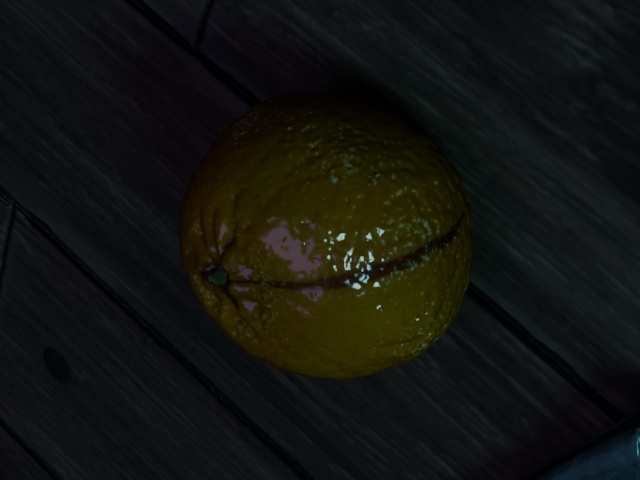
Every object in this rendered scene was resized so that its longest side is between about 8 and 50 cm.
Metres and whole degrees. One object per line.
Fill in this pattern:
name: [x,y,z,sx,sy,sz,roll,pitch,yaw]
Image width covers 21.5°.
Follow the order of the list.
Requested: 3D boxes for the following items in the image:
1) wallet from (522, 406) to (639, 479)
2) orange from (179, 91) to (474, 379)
wallet: [0.247,0.281,1.066,0.342,0.075,0.237,52,144,5]
orange: [0.000,0.000,1.062,0.193,0.161,0.193,26,136,29]
